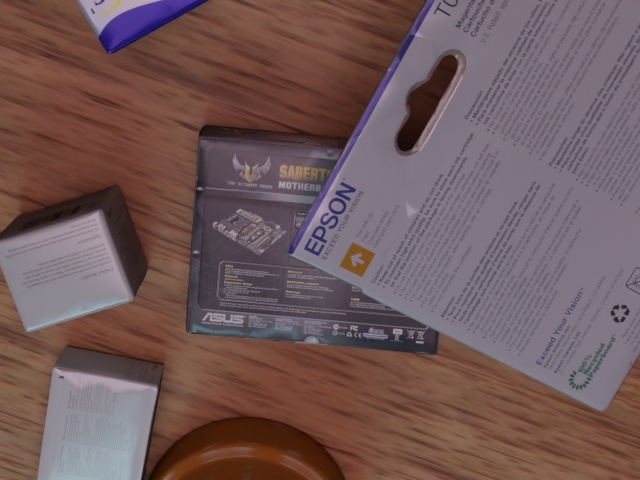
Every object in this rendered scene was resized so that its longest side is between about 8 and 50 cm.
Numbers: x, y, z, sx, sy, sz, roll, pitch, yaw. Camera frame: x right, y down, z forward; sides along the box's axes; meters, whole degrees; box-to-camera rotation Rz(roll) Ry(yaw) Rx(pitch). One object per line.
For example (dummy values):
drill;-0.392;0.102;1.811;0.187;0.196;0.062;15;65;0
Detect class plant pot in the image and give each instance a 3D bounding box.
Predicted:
plant pot;-0.072;0.293;1.110;0.205;0.188;0.205;0;107;1

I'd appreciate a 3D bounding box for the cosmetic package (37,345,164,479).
cosmetic package;-0.216;0.225;1.157;0.098;0.060;0.239;11;106;-5

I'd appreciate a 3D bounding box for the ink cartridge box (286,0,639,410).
ink cartridge box;0.182;-0.065;1.022;0.330;0.071;0.324;27;99;-16

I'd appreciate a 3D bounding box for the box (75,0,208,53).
box;-0.150;-0.245;1.010;0.126;0.072;0.137;-27;105;9

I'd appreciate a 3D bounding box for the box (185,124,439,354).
box;0.000;0.000;1.090;0.231;0.056;0.183;4;106;-1

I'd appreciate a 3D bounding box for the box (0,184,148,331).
box;-0.215;0.014;1.073;0.101;0.102;0.087;-17;104;5
